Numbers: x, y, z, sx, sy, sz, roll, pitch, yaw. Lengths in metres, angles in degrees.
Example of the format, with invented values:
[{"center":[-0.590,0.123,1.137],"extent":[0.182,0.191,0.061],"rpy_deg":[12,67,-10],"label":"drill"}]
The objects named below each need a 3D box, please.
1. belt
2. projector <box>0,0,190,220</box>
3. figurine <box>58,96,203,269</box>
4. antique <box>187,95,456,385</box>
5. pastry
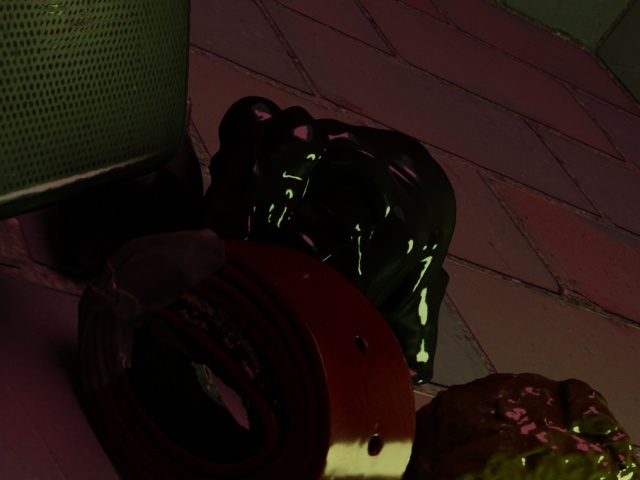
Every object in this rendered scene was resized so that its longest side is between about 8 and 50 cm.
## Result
[{"center":[-0.075,0.113,1.236],"extent":[0.115,0.227,0.324],"rpy_deg":[11,14,-48],"label":"belt"},{"center":[-0.346,-0.161,1.155],"extent":[0.395,0.242,0.405],"rpy_deg":[10,14,21],"label":"projector"},{"center":[-0.195,-0.075,1.538],"extent":[0.308,0.143,0.308],"rpy_deg":[30,20,-12],"label":"figurine"},{"center":[0.000,0.000,1.469],"extent":[0.322,0.255,0.185],"rpy_deg":[2,21,-43],"label":"antique"},{"center":[0.183,0.225,1.385],"extent":[0.240,0.235,0.132],"rpy_deg":[39,16,-20],"label":"pastry"}]
